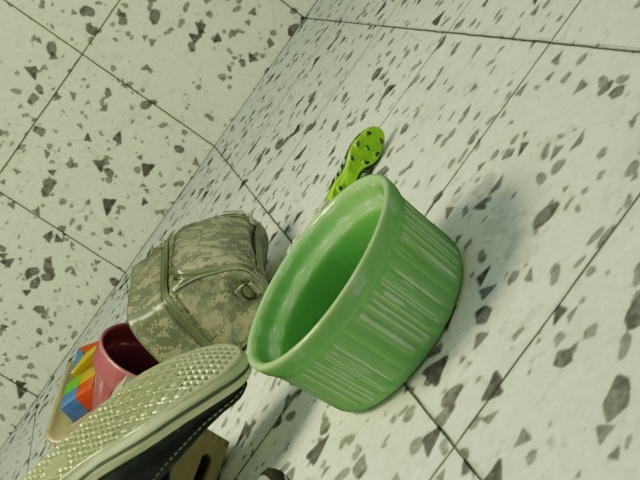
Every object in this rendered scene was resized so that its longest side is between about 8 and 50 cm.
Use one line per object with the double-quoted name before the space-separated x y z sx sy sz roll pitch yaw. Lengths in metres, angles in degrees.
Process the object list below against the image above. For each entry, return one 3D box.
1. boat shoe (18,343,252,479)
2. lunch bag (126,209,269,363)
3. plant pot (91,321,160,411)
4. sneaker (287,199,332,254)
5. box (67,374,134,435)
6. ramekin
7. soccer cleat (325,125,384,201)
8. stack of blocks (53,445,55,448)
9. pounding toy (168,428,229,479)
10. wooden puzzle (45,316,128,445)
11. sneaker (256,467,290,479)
"boat shoe" -0.286 0.338 1.642 0.500 0.156 0.187 -41 20 1
"lunch bag" -0.208 0.089 2.111 0.256 0.212 0.305 -35 21 10
"plant pot" -0.361 0.288 2.184 0.201 0.201 0.180 -94 26 -65
"sneaker" 0.000 0.000 1.923 0.071 0.068 0.170 0 58 57
"box" -0.372 0.383 2.069 0.232 0.148 0.127 -43 19 33
"ramekin" 0.049 0.077 1.474 0.303 0.148 0.303 -49 18 21
"soccer cleat" 0.056 -0.128 2.022 0.179 0.060 0.072 -61 15 -9
"stack of blocks" -0.515 0.414 2.523 0.171 0.087 0.297 -48 18 23
"pounding toy" -0.257 0.399 1.788 0.206 0.094 0.181 -22 41 48
"wooden puzzle" -0.442 0.259 2.436 0.348 0.080 0.322 -31 23 13
"sneaker" -0.111 0.396 1.380 0.100 0.108 0.271 -35 24 54
